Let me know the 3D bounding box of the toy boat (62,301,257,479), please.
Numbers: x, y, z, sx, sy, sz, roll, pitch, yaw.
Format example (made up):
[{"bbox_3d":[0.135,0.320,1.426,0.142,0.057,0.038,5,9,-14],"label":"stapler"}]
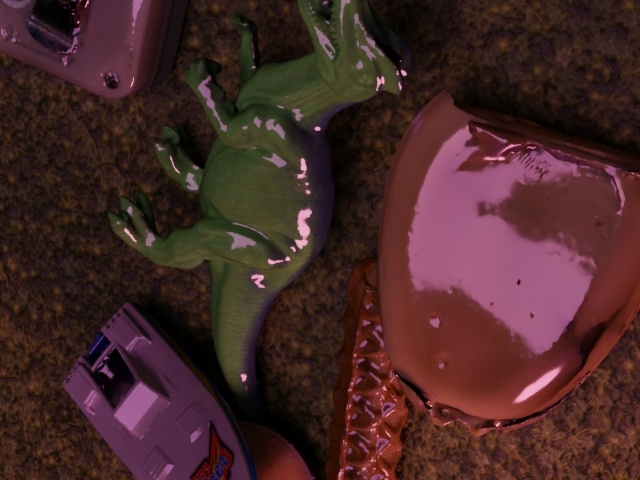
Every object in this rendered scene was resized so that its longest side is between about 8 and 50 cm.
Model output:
[{"bbox_3d":[-0.155,0.197,1.625,0.129,0.088,0.295,-51,57,9],"label":"toy boat"}]

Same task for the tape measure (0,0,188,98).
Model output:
[{"bbox_3d":[-0.257,-0.266,1.566,0.235,0.115,0.207,24,119,18],"label":"tape measure"}]

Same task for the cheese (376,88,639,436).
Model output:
[{"bbox_3d":[0.173,0.036,1.437,0.260,0.128,0.315,18,105,14],"label":"cheese"}]

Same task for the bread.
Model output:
[{"bbox_3d":[0.049,0.187,1.596,0.084,0.077,0.367,15,115,20],"label":"bread"}]

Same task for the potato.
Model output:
[{"bbox_3d":[-0.104,0.296,1.673,0.202,0.117,0.182,-22,102,41],"label":"potato"}]

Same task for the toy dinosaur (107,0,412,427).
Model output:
[{"bbox_3d":[0.000,0.000,1.531,0.375,0.144,0.500,-11,116,36],"label":"toy dinosaur"}]
